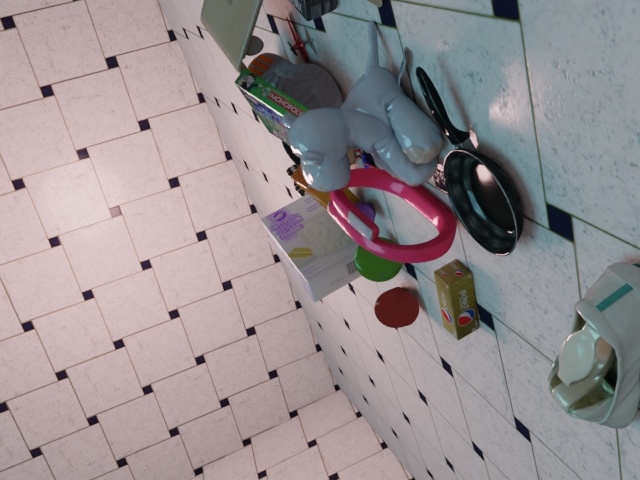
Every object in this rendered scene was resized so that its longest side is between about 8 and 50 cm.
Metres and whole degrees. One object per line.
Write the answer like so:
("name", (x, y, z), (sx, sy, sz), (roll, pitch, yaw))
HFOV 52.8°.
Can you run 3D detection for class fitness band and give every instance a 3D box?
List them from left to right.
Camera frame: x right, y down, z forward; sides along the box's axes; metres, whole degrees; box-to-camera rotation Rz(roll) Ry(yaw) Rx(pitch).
("fitness band", (0.139, -0.056, 1.284), (0.291, 0.209, 0.054), (49, 140, 43))

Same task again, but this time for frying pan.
("frying pan", (0.241, -0.122, 1.087), (0.326, 0.053, 0.197), (61, 168, 10))

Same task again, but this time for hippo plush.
("hippo plush", (0.071, -0.186, 1.198), (0.234, 0.236, 0.294), (53, 165, 36))

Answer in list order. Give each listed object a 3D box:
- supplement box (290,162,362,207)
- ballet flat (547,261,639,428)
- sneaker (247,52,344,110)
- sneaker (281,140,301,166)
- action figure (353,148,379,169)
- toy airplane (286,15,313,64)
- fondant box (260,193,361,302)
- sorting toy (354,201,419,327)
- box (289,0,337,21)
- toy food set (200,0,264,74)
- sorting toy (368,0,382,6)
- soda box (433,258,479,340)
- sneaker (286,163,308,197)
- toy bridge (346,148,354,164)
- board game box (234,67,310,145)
("supplement box", (0.025, -0.125, 1.692), (0.080, 0.078, 0.233), (33, 176, 43))
("ballet flat", (0.396, 0.184, 0.944), (0.139, 0.139, 0.400), (52, 165, 38))
("sneaker", (-0.035, -0.351, 1.609), (0.321, 0.124, 0.180), (40, 176, 36))
("sneaker", (-0.082, -0.354, 1.808), (0.330, 0.122, 0.146), (62, -174, -9))
("action figure", (0.115, -0.175, 1.549), (0.115, 0.030, 0.038), (50, 159, 35))
("toy airplane", (-0.050, -0.470, 1.563), (0.151, 0.028, 0.151), (56, 168, 18))
("fondant box", (0.000, 0.000, 1.911), (0.330, 0.238, 0.096), (49, 164, 44))
("sorting toy", (0.169, 0.053, 1.745), (0.126, 0.127, 0.365), (-66, -43, -67))
("box", (-0.080, -0.614, 1.246), (0.307, 0.076, 0.242), (55, 167, 29))
("toy food set", (-0.175, -0.567, 1.525), (0.220, 0.092, 0.306), (56, 138, 28))
("sorting toy", (0.095, -0.429, 1.090), (0.083, 0.012, 0.062), (-127, 19, -48))
("soda box", (0.296, 0.131, 1.401), (0.058, 0.061, 0.181), (49, 162, 49))
("sneaker", (-0.055, -0.193, 2.175), (0.071, 0.068, 0.170), (52, -173, -46))
("toy bridge", (0.061, -0.221, 1.669), (0.063, 0.026, 0.188), (60, 168, 3))
("board game box", (-0.068, -0.275, 1.539), (0.213, 0.046, 0.317), (34, 177, 13))
